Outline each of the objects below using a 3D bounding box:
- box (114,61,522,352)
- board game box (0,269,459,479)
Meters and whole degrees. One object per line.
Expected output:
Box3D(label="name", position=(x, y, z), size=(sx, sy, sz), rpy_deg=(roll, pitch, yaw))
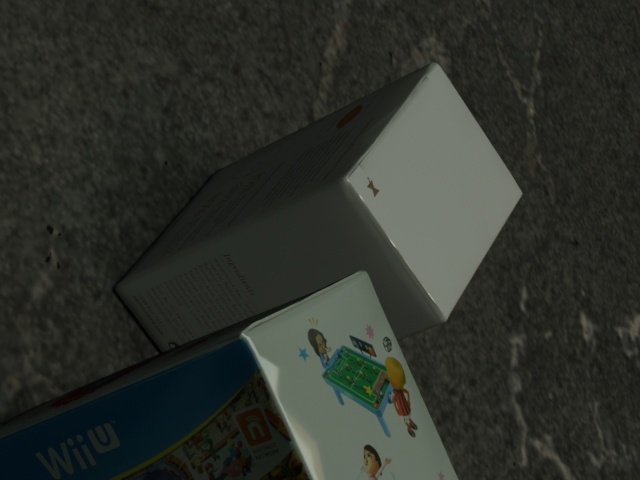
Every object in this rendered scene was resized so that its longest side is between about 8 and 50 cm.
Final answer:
Box3D(label="box", position=(0.000, 0.000, 0.963), size=(0.091, 0.170, 0.130), rpy_deg=(55, 39, -15))
Box3D(label="board game box", position=(-0.021, 0.193, 0.789), size=(0.097, 0.224, 0.303), rpy_deg=(-25, 91, -52))
